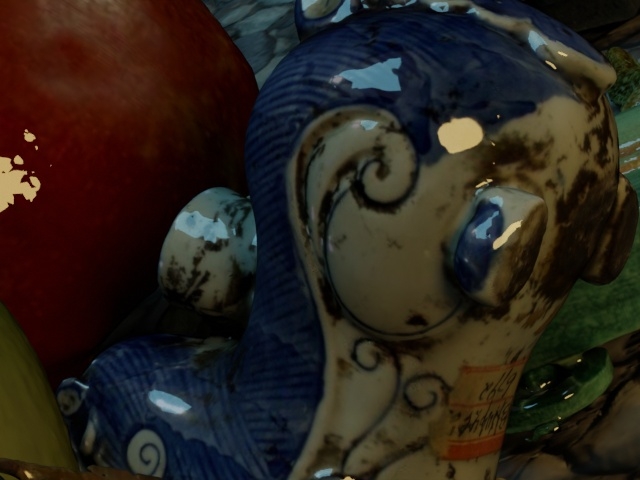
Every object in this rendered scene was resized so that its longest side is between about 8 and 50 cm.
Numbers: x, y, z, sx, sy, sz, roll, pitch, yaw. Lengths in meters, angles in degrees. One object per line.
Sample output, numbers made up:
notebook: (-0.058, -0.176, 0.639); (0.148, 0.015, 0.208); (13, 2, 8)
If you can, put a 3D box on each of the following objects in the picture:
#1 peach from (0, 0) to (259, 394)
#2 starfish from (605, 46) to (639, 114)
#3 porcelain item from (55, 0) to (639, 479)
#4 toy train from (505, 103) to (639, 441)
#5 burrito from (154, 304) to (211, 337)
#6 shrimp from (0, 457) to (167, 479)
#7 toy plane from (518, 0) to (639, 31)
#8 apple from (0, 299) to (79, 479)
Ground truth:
peach: (-0.237, -0.020, 0.985); (0.406, 0.310, 0.335); (-27, 26, 39)
starfish: (0.210, -0.087, 1.011); (0.217, 0.050, 0.223); (-22, 30, -1)
porcelain item: (0.004, 0.032, 0.739); (0.186, 0.288, 0.138); (25, 18, 24)
toy train: (0.153, -0.015, 0.857); (0.285, 0.116, 0.177); (-24, 15, 12)
burrito: (-0.002, -0.002, 1.060); (0.229, 0.063, 0.058); (-37, -16, -33)
shrimp: (-0.046, 0.147, 0.592); (0.143, 0.251, 0.052); (-58, 33, -9)
toy plane: (0.178, -0.176, 1.153); (0.316, 0.103, 0.204); (-4, 36, 31)
apple: (-0.239, 0.141, 0.690); (0.311, 0.320, 0.360); (136, 146, -77)
